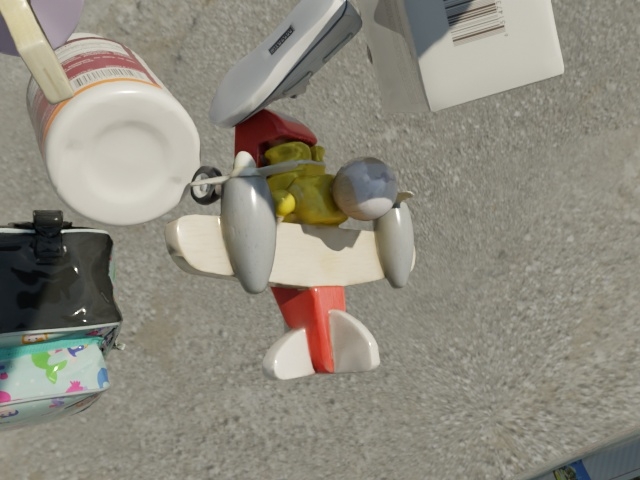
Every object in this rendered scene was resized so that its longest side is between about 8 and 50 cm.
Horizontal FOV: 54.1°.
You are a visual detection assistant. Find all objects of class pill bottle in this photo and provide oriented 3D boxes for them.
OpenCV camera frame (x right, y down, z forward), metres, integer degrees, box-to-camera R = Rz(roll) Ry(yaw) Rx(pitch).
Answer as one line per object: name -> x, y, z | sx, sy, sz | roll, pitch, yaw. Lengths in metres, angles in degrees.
pill bottle -> -0.361, -0.205, 1.042 | 0.224, 0.224, 0.392 | -43, 41, 0

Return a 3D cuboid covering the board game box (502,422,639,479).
board game box -> 0.216, 0.225, 0.362 | 0.303, 0.098, 0.223 | -46, 57, 41

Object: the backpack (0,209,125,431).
backpack -> -0.312, 0.089, 0.613 | 0.225, 0.253, 0.190 | -4, 79, -26

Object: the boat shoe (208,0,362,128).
boat shoe -> -0.049, -0.239, 0.888 | 0.258, 0.084, 0.095 | -36, 50, 22

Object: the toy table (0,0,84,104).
toy table -> -0.310, -0.266, 0.589 | 0.252, 0.274, 0.160 | -33, 54, -1

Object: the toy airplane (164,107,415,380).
toy airplane -> 0.000, 0.000, 0.862 | 0.272, 0.386, 0.384 | -36, 111, 30

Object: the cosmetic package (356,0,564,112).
cosmetic package -> 0.150, -0.273, 0.802 | 0.155, 0.365, 0.196 | -16, 103, 3
